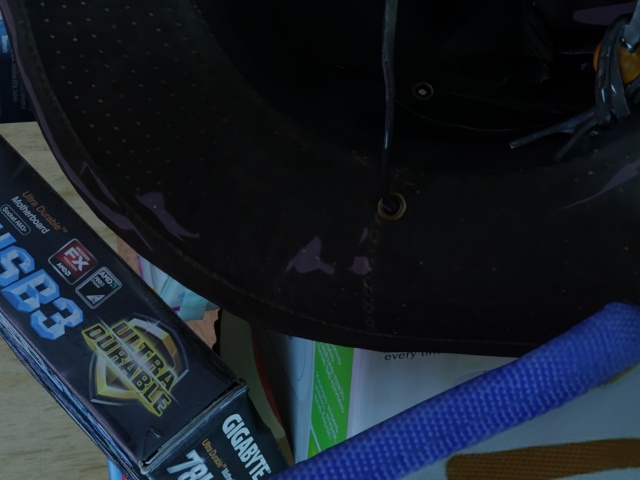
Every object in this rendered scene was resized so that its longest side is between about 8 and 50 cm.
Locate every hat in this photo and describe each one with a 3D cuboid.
[{"bbox_3d":[0.054,-0.119,0.438,0.134,0.331,0.331,-35,-52,-59],"label":"hat"}]

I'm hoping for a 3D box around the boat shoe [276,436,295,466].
[{"bbox_3d":[-0.026,0.226,0.971,0.098,0.109,0.302,-86,13,-58],"label":"boat shoe"}]

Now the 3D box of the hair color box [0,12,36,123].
[{"bbox_3d":[-0.136,-0.171,0.839,0.105,0.347,0.174,107,154,-57],"label":"hair color box"}]

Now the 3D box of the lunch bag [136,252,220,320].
[{"bbox_3d":[-0.130,-0.041,1.362,0.279,0.107,0.224,126,133,-70],"label":"lunch bag"}]

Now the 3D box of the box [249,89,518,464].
[{"bbox_3d":[0.040,-0.006,0.682,0.262,0.126,0.231,-112,19,-48],"label":"box"}]

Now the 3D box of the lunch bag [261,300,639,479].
[{"bbox_3d":[-0.010,0.243,0.311,0.328,0.385,0.239,59,158,22],"label":"lunch bag"}]

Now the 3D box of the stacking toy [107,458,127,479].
[{"bbox_3d":[-0.061,0.257,1.182,0.302,0.175,0.166,50,148,46],"label":"stacking toy"}]

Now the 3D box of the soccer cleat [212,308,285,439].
[{"bbox_3d":[0.000,0.000,0.930,0.318,0.116,0.109,-88,-21,-48],"label":"soccer cleat"}]

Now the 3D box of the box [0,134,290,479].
[{"bbox_3d":[-0.126,0.071,0.787,0.295,0.073,0.293,41,162,29],"label":"box"}]
